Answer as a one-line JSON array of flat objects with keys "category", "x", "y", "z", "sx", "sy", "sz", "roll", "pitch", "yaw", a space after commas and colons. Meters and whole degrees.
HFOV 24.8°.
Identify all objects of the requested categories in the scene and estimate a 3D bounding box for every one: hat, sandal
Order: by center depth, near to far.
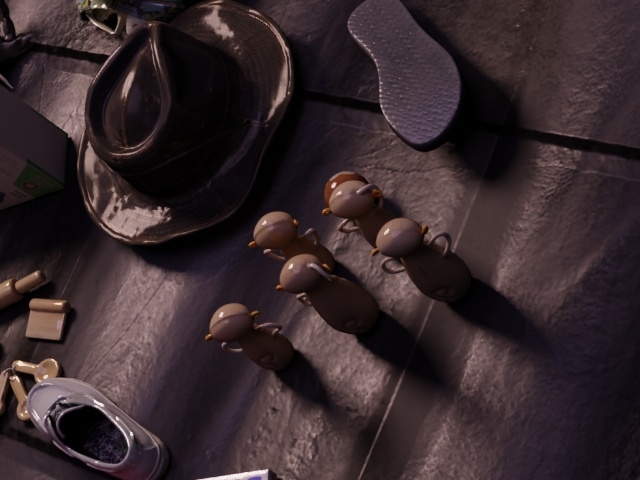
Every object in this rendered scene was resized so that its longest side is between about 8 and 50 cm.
[{"category": "sandal", "x": 0.106, "y": -0.190, "z": 1.648, "sx": 0.097, "sy": 0.054, "sz": 0.254, "roll": -28, "pitch": 45, "yaw": 9}, {"category": "hat", "x": -0.196, "y": -0.166, "z": 1.731, "sx": 0.331, "sy": 0.134, "sz": 0.331, "roll": -15, "pitch": 60, "yaw": 27}]

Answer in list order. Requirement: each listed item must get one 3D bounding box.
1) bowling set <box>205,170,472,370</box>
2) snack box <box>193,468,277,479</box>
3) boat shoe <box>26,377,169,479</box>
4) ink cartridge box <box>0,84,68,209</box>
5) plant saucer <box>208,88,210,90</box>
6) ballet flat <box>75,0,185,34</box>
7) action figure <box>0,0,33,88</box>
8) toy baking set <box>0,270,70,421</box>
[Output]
[{"category": "bowling set", "x": 0.000, "y": 0.000, "z": 1.544, "sx": 0.287, "sy": 0.154, "sz": 0.200, "roll": -26, "pitch": 56, "yaw": 19}, {"category": "snack box", "x": -0.128, "y": 0.290, "z": 1.562, "sx": 0.178, "sy": 0.022, "sz": 0.064, "roll": -13, "pitch": 59, "yaw": 27}, {"category": "boat shoe", "x": -0.269, "y": 0.207, "z": 1.656, "sx": 0.227, "sy": 0.081, "sz": 0.079, "roll": 23, "pitch": 80, "yaw": 38}, {"category": "ink cartridge box", "x": -0.459, "y": -0.106, "z": 1.888, "sx": 0.212, "sy": 0.154, "sz": 0.093, "roll": -15, "pitch": 61, "yaw": 25}, {"category": "plant saucer", "x": -0.179, "y": -0.168, "z": 1.824, "sx": 0.168, "sy": 0.029, "sz": 0.168, "roll": -15, "pitch": 59, "yaw": 26}, {"category": "ballet flat", "x": -0.253, "y": -0.301, "z": 1.927, "sx": 0.188, "sy": 0.070, "sz": 0.070, "roll": 18, "pitch": 77, "yaw": 39}, {"category": "action figure", "x": -0.511, "y": -0.317, "z": 2.041, "sx": 0.164, "sy": 0.141, "sz": 0.276, "roll": -31, "pitch": 51, "yaw": 1}, {"category": "toy baking set", "x": -0.418, "y": 0.150, "z": 1.812, "sx": 0.256, "sy": 0.030, "sz": 0.197, "roll": -22, "pitch": 57, "yaw": 21}]
